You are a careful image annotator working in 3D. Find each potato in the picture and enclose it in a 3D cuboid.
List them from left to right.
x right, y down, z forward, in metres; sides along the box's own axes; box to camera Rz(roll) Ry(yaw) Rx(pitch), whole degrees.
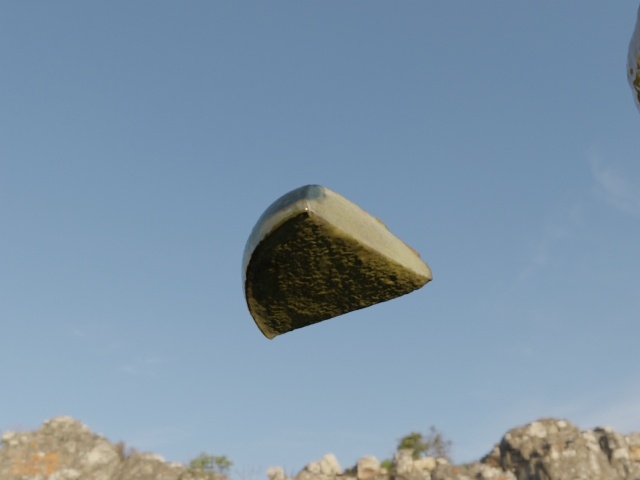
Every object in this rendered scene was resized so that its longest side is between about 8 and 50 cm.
[{"bbox_3d":[0.000,0.000,1.019,0.269,0.112,0.255,-21,-39,3],"label":"potato"}]

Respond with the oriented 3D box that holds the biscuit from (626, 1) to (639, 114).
[{"bbox_3d":[0.320,-0.109,0.452,0.274,0.091,0.213,12,-32,-21],"label":"biscuit"}]
